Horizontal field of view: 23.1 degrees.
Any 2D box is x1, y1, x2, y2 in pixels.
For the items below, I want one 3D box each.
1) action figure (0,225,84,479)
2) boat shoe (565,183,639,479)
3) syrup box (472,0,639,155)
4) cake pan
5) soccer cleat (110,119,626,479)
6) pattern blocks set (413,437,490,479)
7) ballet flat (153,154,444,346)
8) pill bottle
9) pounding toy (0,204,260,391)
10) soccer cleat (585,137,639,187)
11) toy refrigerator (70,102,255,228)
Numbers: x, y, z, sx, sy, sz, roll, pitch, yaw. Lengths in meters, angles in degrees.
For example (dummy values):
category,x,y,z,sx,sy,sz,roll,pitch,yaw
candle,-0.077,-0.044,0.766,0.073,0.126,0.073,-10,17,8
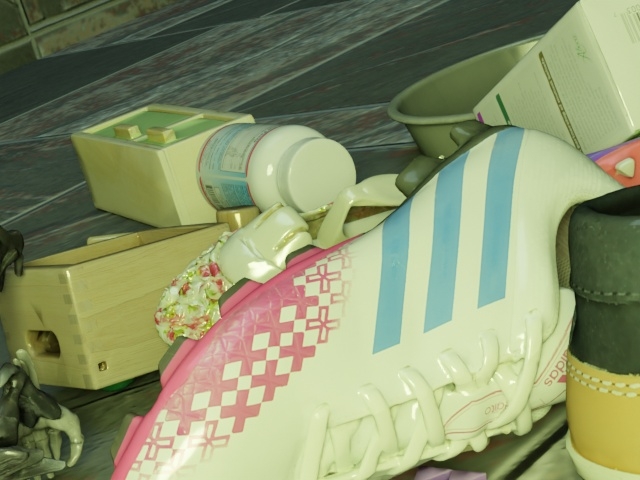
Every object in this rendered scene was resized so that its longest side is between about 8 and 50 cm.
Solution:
category,x,y,z,sx,sy,sz,roll,pitch,yaw
action figure,-0.223,0.106,0.920,0.164,0.141,0.275,-9,42,0
boat shoe,0.320,-0.029,0.745,0.500,0.156,0.187,-22,14,-22
syrup box,0.193,-0.097,1.082,0.093,0.096,0.237,-20,-7,-15
cake pan,0.207,-0.138,1.433,0.293,0.054,0.293,-16,16,5
soccer cleat,0.044,0.057,0.746,0.143,0.116,0.331,30,55,29
pattern blocks set,0.035,0.086,0.894,0.285,0.026,0.325,-16,15,5
ballet flat,0.000,0.000,1.027,0.241,0.077,0.091,-22,52,-25
pill bottle,-0.038,-0.058,1.365,0.087,0.087,0.160,-25,17,-26
pounding toy,-0.119,0.040,1.121,0.206,0.094,0.181,-17,7,-34
soccer cleat,0.166,-0.020,0.978,0.248,0.083,0.095,-12,10,-12
toy refrigerator,-0.152,-0.079,1.551,0.102,0.094,0.269,-23,17,-21
